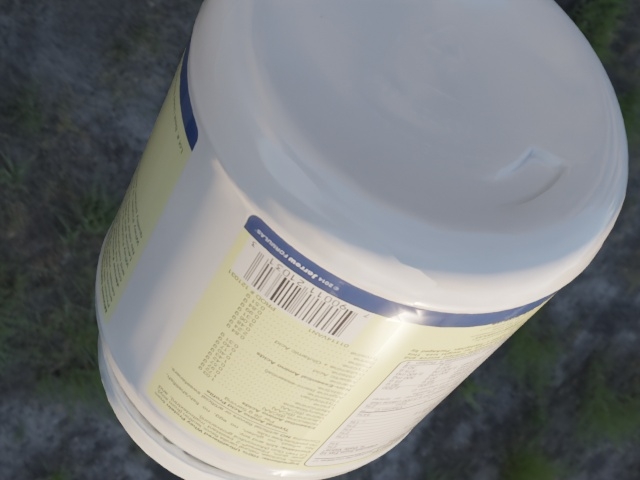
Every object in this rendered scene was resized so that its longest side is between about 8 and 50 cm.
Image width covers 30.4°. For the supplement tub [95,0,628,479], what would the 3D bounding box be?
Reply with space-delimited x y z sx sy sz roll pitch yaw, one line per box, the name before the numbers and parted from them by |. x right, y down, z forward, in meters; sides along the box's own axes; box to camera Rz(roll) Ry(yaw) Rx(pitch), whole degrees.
supplement tub | 0.000 0.000 0.695 0.235 0.235 0.325 -11 154 -30
